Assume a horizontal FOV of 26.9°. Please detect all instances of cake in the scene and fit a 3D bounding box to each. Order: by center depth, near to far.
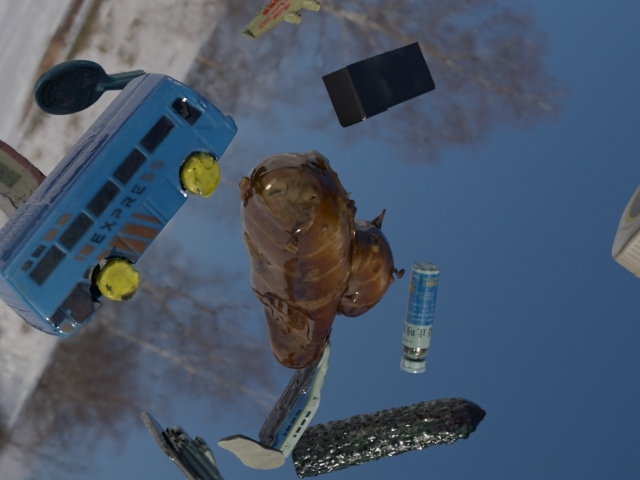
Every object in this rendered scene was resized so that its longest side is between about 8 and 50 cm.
[{"bbox_3d":[-0.491,-0.092,2.167,0.086,0.220,0.117,-38,175,-27],"label":"cake"}]

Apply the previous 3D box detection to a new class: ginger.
[{"bbox_3d":[0.000,0.000,1.944,0.254,0.176,0.418,-42,146,-22],"label":"ginger"}]

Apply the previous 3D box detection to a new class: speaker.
[{"bbox_3d":[0.089,-0.228,1.936,0.044,0.082,0.218,-19,-175,36],"label":"speaker"}]

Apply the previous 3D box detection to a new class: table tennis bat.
[{"bbox_3d":[-0.386,-0.263,2.252,0.033,0.201,0.124,63,-31,29],"label":"table tennis bat"}]

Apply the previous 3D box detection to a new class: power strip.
[{"bbox_3d":[-0.222,0.390,2.382,0.064,0.213,0.198,-39,-154,-7],"label":"power strip"}]

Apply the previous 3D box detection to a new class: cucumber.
[{"bbox_3d":[0.125,0.349,2.395,0.096,0.359,0.096,169,-90,-88],"label":"cucumber"}]

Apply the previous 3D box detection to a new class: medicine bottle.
[{"bbox_3d":[0.173,0.134,2.330,0.051,0.051,0.191,-124,-142,-72],"label":"medicine bottle"}]

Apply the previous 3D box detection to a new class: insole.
[{"bbox_3d":[-0.102,0.327,2.054,0.063,0.192,0.010,-19,-117,15],"label":"insole"}]

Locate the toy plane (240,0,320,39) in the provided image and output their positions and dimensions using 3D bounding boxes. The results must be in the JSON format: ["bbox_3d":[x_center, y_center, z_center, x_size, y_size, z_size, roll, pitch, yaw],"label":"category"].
[{"bbox_3d":[-0.030,-0.357,1.706,0.092,0.244,0.229,20,-86,45],"label":"toy plane"}]

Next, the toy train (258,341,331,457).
[{"bbox_3d":[-0.028,0.248,2.135,0.234,0.051,0.052,-60,-148,26],"label":"toy train"}]

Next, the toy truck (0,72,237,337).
[{"bbox_3d":[-0.279,-0.053,1.791,0.385,0.162,0.161,-52,-154,-16],"label":"toy truck"}]

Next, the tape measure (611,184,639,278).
[{"bbox_3d":[0.543,-0.074,1.872,0.271,0.133,0.231,-57,178,40],"label":"tape measure"}]
